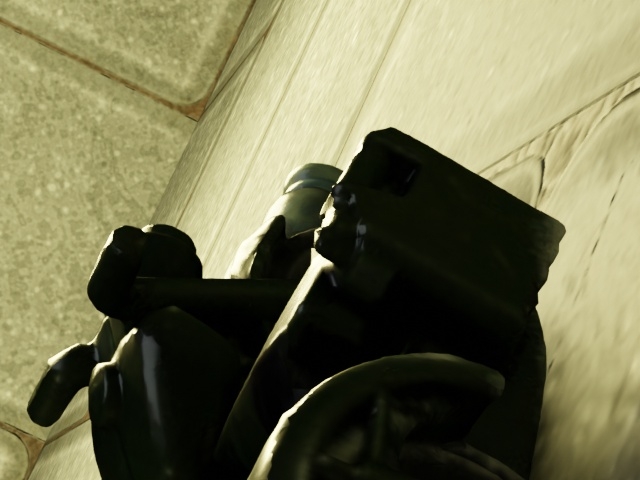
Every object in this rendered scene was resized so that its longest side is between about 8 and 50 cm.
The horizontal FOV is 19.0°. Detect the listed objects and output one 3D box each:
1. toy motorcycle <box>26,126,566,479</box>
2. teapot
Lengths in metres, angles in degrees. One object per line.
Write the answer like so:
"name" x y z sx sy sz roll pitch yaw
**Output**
"toy motorcycle" -0.010 0.060 0.490 0.205 0.127 0.275 120 168 -47
"teapot" -0.004 -0.002 0.913 0.063 0.049 0.083 -56 11 45
